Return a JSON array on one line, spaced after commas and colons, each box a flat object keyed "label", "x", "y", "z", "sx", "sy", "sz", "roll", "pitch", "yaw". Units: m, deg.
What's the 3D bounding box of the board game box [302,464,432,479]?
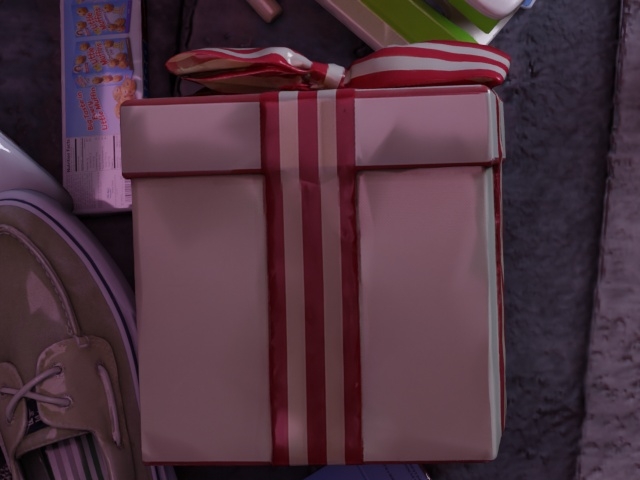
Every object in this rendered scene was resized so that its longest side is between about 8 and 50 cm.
[{"label": "board game box", "x": 0.064, "y": 0.283, "z": 1.158, "sx": 0.145, "sy": 0.027, "sz": 0.281, "roll": -31, "pitch": 77, "yaw": -1}]

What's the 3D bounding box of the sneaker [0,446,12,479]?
[{"label": "sneaker", "x": -0.201, "y": 0.225, "z": 1.175, "sx": 0.130, "sy": 0.087, "sz": 0.227, "roll": 4, "pitch": 76, "yaw": 10}]

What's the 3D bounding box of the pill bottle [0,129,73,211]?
[{"label": "pill bottle", "x": -0.339, "y": 0.034, "z": 1.182, "sx": 0.176, "sy": 0.176, "sz": 0.318, "roll": 40, "pitch": 86, "yaw": 13}]

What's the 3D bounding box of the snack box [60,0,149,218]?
[{"label": "snack box", "x": -0.162, "y": -0.106, "z": 1.266, "sx": 0.064, "sy": 0.022, "sz": 0.178, "roll": -4, "pitch": 78, "yaw": 8}]

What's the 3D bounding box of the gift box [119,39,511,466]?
[{"label": "gift box", "x": 0.000, "y": 0.000, "z": 1.115, "sx": 0.255, "sy": 0.276, "sz": 0.258, "roll": -1, "pitch": 94, "yaw": 3}]

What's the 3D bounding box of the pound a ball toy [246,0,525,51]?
[{"label": "pound a ball toy", "x": 0.006, "y": -0.252, "z": 1.221, "sx": 0.319, "sy": 0.208, "sz": 0.136, "roll": 41, "pitch": 61, "yaw": 1}]

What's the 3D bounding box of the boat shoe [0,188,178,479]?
[{"label": "boat shoe", "x": -0.158, "y": 0.110, "z": 1.077, "sx": 0.109, "sy": 0.094, "sz": 0.302, "roll": -22, "pitch": 90, "yaw": 15}]

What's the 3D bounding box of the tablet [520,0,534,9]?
[{"label": "tablet", "x": 0.153, "y": -0.218, "z": 1.257, "sx": 0.054, "sy": 0.006, "sz": 0.083, "roll": 30, "pitch": 85, "yaw": 12}]
